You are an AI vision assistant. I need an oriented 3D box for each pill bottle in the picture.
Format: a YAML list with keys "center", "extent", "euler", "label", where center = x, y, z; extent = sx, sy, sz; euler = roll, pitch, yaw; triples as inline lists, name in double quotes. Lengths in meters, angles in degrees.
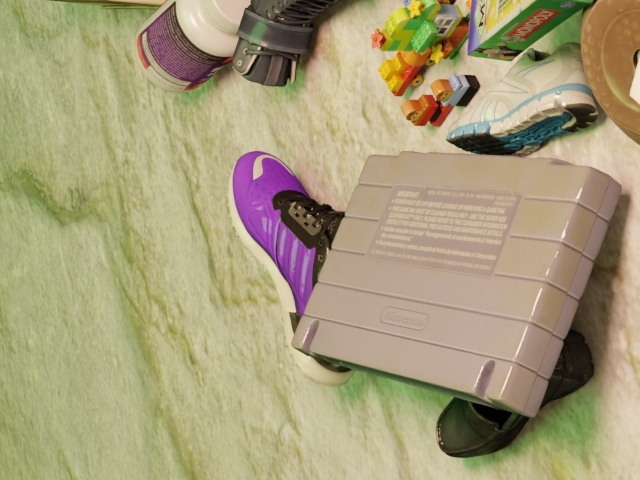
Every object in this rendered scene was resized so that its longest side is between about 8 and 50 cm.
- center: [-0.141, -0.260, 1.953]
  extent: [0.193, 0.108, 0.108]
  euler: [-29, 67, 55]
  label: "pill bottle"

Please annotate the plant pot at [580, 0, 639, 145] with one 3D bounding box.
- center: [0.278, -0.147, 1.222]
  extent: [0.237, 0.110, 0.237]
  euler: [26, 127, 40]
  label: "plant pot"

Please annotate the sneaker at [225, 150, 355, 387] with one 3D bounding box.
- center: [0.001, 0.000, 1.759]
  extent: [0.146, 0.102, 0.293]
  euler: [-50, 55, 41]
  label: "sneaker"

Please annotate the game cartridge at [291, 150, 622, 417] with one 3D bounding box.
- center: [0.120, 0.028, 1.515]
  extent: [0.355, 0.068, 0.230]
  euler: [9, 70, 59]
  label: "game cartridge"

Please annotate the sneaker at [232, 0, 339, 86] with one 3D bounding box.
- center: [-0.023, -0.242, 1.771]
  extent: [0.226, 0.086, 0.163]
  euler: [34, 110, 64]
  label: "sneaker"

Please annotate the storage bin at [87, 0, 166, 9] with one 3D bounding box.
- center: [-0.283, -0.444, 2.161]
  extent: [0.262, 0.123, 0.260]
  euler: [14, 103, 57]
  label: "storage bin"

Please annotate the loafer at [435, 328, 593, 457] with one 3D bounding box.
- center: [0.165, 0.145, 1.508]
  extent: [0.223, 0.078, 0.076]
  euler: [-45, 54, 49]
  label: "loafer"

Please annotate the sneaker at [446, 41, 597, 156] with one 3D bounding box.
- center: [0.187, -0.131, 1.485]
  extent: [0.191, 0.071, 0.083]
  euler: [-19, 62, 54]
  label: "sneaker"

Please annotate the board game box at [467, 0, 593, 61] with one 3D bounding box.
- center: [0.179, -0.325, 1.323]
  extent: [0.213, 0.046, 0.317]
  euler: [150, 125, -78]
  label: "board game box"

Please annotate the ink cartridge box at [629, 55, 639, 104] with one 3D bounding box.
- center: [0.355, -0.230, 1.047]
  extent: [0.119, 0.207, 0.353]
  euler: [-111, 31, -66]
  label: "ink cartridge box"

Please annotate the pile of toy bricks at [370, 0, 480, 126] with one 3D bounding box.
- center: [0.099, -0.204, 1.572]
  extent: [0.212, 0.105, 0.118]
  euler: [-57, 46, 43]
  label: "pile of toy bricks"
